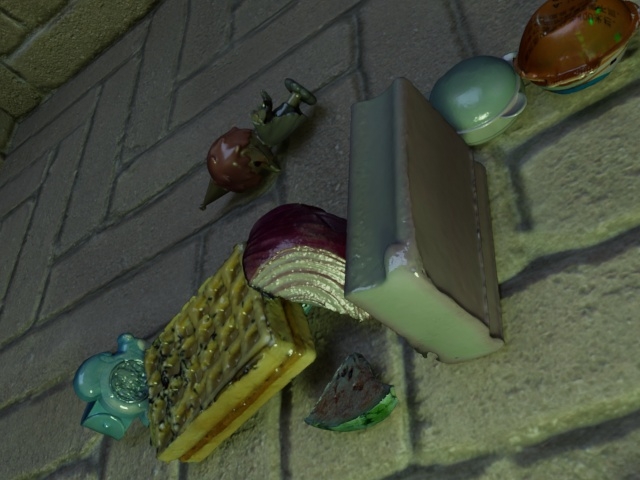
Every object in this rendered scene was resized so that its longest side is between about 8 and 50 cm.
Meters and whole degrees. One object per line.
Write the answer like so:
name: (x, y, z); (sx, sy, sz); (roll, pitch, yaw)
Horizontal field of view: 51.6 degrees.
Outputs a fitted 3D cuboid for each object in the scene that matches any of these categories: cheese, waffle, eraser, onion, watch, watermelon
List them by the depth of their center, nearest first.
eraser: (0.160, -0.029, 1.003); (0.122, 0.272, 0.359); (-23, 46, 31)
watermelon: (0.063, 0.243, 1.055); (0.187, 0.071, 0.139); (-28, 37, 39)
cheese: (0.431, -0.364, 1.120); (0.217, 0.129, 0.329); (-15, 38, 34)
onion: (0.000, 0.000, 1.155); (0.247, 0.250, 0.111); (-79, 4, -48)
waffle: (-0.186, 0.207, 1.218); (0.376, 0.114, 0.261); (-46, 46, 26)
watch: (-0.420, 0.315, 1.404); (0.193, 0.211, 0.211); (-41, 34, 49)

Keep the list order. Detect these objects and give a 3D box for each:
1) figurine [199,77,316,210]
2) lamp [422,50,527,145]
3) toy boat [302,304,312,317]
figurine: (-0.162, -0.213, 1.575); (0.387, 0.166, 0.207); (-50, 4, 5)
lamp: (0.259, -0.257, 1.220); (0.246, 0.108, 0.179); (-16, 46, 36)
toy boat: (-0.075, 0.157, 1.263); (0.173, 0.059, 0.069); (-53, 37, 9)
